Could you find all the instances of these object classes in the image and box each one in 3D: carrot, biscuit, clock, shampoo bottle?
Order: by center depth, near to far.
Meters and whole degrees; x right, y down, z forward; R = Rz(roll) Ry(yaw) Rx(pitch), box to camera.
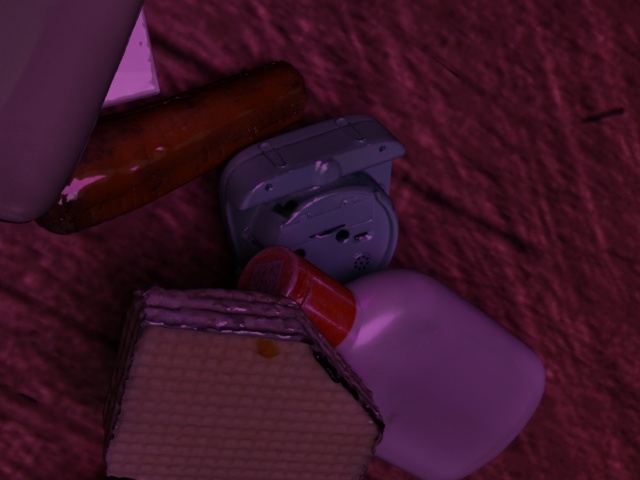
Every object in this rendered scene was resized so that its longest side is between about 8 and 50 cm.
[{"bbox_3d":[-0.083,-0.051,0.689,0.161,0.055,0.055,-23,111,-20],"label":"carrot"},{"bbox_3d":[-0.053,0.123,0.690,0.147,0.046,0.250,5,131,-17],"label":"biscuit"},{"bbox_3d":[0.000,0.000,0.725,0.101,0.041,0.135,-21,130,-19],"label":"clock"},{"bbox_3d":[0.038,0.067,0.733,0.108,0.051,0.221,-45,133,11],"label":"shampoo bottle"}]

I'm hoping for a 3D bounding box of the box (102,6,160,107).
[{"bbox_3d":[-0.150,-0.157,0.644,0.109,0.029,0.198,-16,110,-17],"label":"box"}]

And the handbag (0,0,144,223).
[{"bbox_3d":[-0.171,-0.175,0.558,0.241,0.109,0.316,16,98,-23],"label":"handbag"}]
